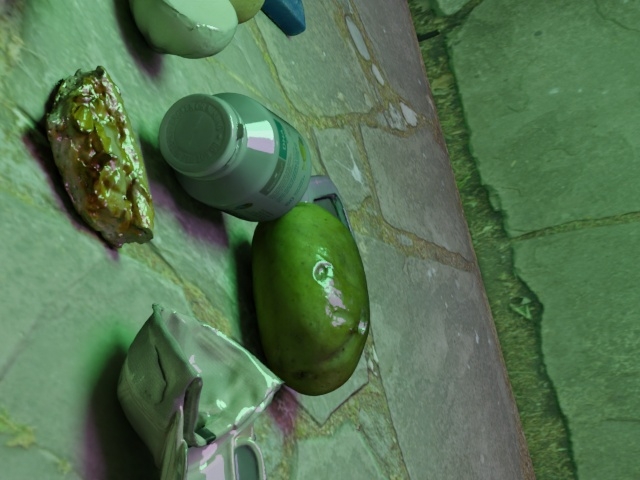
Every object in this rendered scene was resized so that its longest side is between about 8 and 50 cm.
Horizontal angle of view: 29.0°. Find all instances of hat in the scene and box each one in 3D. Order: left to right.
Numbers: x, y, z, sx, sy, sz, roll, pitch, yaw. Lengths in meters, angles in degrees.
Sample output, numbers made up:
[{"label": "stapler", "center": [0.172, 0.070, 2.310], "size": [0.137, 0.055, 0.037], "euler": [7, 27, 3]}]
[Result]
[{"label": "hat", "center": [-0.135, 0.192, 1.162], "size": [0.226, 0.164, 0.219], "euler": [-65, 157, -3]}]

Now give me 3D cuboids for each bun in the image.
[{"label": "bun", "center": [-0.172, -0.261, 1.471], "size": [0.138, 0.094, 0.138], "euler": [27, 29, -16]}]

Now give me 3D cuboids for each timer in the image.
[{"label": "timer", "center": [0.000, 0.000, 1.823], "size": [0.208, 0.069, 0.191], "euler": [-16, 89, -73]}]

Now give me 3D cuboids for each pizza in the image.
[{"label": "pizza", "center": [-0.217, -0.093, 1.196], "size": [0.161, 0.062, 0.182], "euler": [25, 51, -67]}]

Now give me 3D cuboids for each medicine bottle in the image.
[{"label": "medicine bottle", "center": [-0.103, -0.102, 1.454], "size": [0.215, 0.135, 0.135], "euler": [26, 49, -70]}]

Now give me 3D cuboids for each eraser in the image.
[{"label": "eraser", "center": [-0.100, -0.449, 1.994], "size": [0.312, 0.042, 0.144], "euler": [33, 42, -66]}]

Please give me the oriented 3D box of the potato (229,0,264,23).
[{"label": "potato", "center": [-0.141, -0.341, 1.601], "size": [0.178, 0.109, 0.119], "euler": [13, 77, -42]}]

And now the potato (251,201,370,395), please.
[{"label": "potato", "center": [-0.013, 0.071, 1.563], "size": [0.228, 0.148, 0.197], "euler": [-97, -171, -50]}]
